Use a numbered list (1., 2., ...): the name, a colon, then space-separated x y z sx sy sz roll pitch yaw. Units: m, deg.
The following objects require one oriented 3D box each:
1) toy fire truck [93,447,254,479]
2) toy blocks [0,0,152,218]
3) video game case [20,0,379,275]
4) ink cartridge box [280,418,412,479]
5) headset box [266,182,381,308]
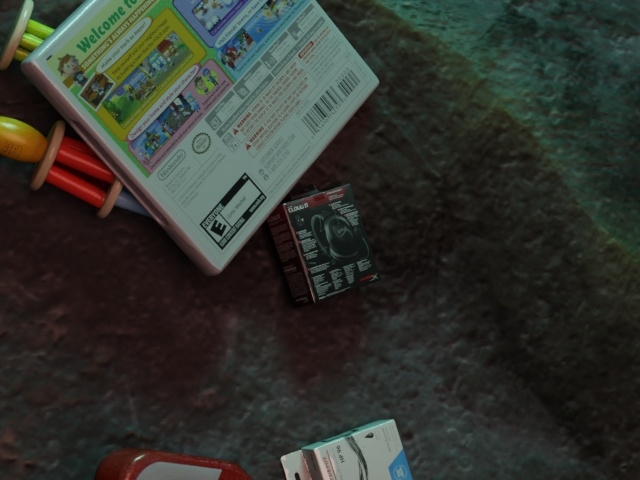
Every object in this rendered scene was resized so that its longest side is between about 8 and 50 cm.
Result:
1. toy fire truck: -0.087 0.293 0.999 0.254 0.169 0.302 17 78 -42
2. toy blocks: -0.156 -0.083 1.057 0.148 0.054 0.123 23 76 -17
3. video game case: -0.076 -0.115 1.071 0.193 0.023 0.212 50 59 -18
4. ink cartridge box: 0.019 0.164 1.105 0.083 0.028 0.048 -18 90 -21
5. headset box: 0.000 0.000 1.110 0.062 0.032 0.083 -19 90 -34
